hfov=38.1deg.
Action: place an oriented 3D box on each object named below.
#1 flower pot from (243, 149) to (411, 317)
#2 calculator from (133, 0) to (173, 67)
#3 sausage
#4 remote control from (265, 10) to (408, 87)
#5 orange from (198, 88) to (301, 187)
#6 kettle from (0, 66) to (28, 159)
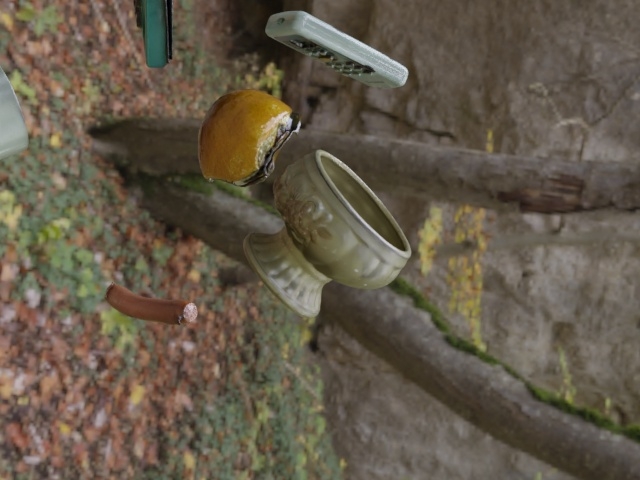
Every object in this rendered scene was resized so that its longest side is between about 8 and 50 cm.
[{"bbox_3d":[0.000,0.000,1.829,0.244,0.307,0.307,-43,-166,14],"label":"flower pot"},{"bbox_3d":[-0.316,-0.488,1.703,0.248,0.058,0.274,103,-24,-51],"label":"calculator"},{"bbox_3d":[-0.259,0.099,1.405,0.040,0.177,0.047,-36,124,-46],"label":"sausage"},{"bbox_3d":[0.037,-0.378,1.862,0.140,0.296,0.056,17,-93,56],"label":"remote control"},{"bbox_3d":[-0.108,-0.145,1.256,0.112,0.170,0.160,47,27,-34],"label":"orange"},{"bbox_3d":[-0.854,-0.277,1.902,0.250,0.377,0.361,-1,-65,60],"label":"kettle"}]
